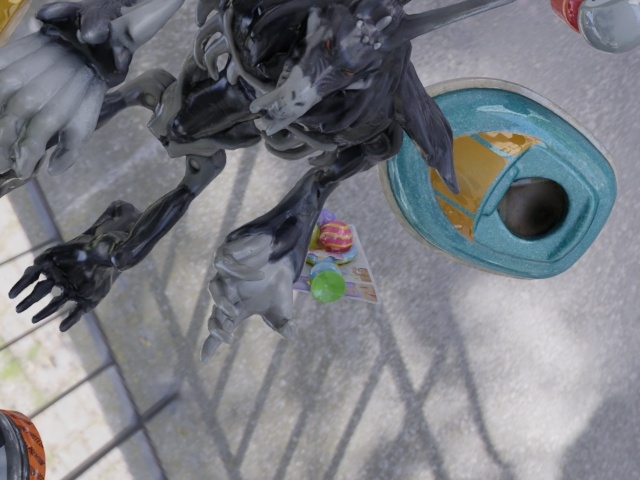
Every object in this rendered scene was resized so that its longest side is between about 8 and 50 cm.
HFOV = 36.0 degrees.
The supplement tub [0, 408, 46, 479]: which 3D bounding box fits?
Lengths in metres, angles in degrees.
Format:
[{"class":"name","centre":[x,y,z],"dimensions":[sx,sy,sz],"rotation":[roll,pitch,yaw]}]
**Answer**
[{"class":"supplement tub","centre":[-0.550,0.314,1.309],"dimensions":[0.207,0.338,0.207],"rotation":[-5,81,35]}]

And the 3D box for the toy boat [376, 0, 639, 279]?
[{"class":"toy boat","centre":[0.204,-0.111,0.961],"dimensions":[0.267,0.148,0.318],"rotation":[21,108,-17]}]

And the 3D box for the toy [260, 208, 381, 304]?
[{"class":"toy","centre":[0.000,0.000,1.271],"dimensions":[0.137,0.237,0.056],"rotation":[10,116,-11]}]

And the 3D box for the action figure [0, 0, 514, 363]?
[{"class":"action figure","centre":[-0.054,-0.035,0.401],"dimensions":[0.275,0.141,0.164],"rotation":[-25,118,37]}]

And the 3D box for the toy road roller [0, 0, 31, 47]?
[{"class":"toy road roller","centre":[-0.507,-0.267,1.184],"dimensions":[0.202,0.329,0.240],"rotation":[33,164,-13]}]
